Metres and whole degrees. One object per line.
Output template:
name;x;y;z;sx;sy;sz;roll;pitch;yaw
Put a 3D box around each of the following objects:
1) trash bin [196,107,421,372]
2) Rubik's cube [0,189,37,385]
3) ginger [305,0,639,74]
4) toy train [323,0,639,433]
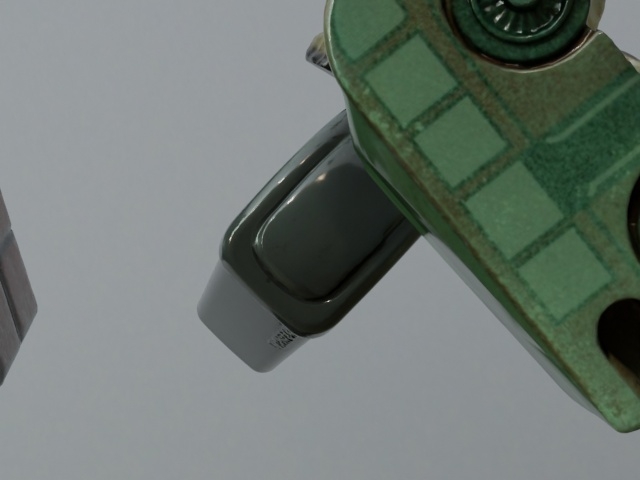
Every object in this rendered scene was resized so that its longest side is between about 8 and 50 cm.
trash bin;0.000;0.000;0.875;0.176;0.101;0.236;-48;-1;-23
Rubik's cube;-0.438;0.000;0.866;0.337;0.344;0.343;-13;-74;0
ginger;0.164;-0.166;1.016;0.211;0.413;0.358;-60;-13;8
toy train;0.118;-0.049;0.641;0.159;0.129;0.326;-38;-92;2
